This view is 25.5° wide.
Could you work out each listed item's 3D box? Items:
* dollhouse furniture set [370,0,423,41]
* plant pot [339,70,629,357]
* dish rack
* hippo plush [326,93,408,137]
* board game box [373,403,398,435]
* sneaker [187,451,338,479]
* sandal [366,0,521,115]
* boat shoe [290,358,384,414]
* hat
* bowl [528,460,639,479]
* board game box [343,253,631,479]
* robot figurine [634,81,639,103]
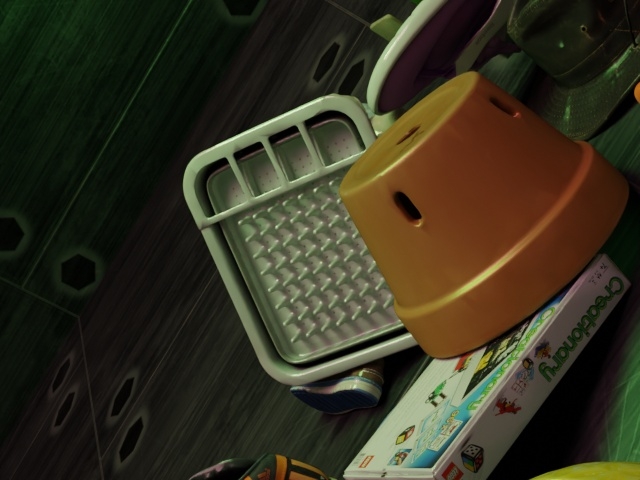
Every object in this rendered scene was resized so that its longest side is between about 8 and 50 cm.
[{"bbox_3d":[0.203,-0.444,2.183,0.197,0.151,0.302,-19,46,63],"label":"dollhouse furniture set"},{"bbox_3d":[0.159,-0.045,1.539,0.291,0.203,0.291,-40,11,9],"label":"plant pot"},{"bbox_3d":[0.000,0.000,1.824,0.285,0.333,0.072,-22,3,26],"label":"dish rack"},{"bbox_3d":[0.088,-0.083,1.955,0.234,0.294,0.236,-18,12,23],"label":"hippo plush"},{"bbox_3d":[0.112,0.246,1.638,0.168,0.033,0.133,-14,45,58],"label":"board game box"},{"bbox_3d":[-0.123,0.395,1.790,0.321,0.180,0.124,-57,19,10],"label":"sneaker"},{"bbox_3d":[0.228,-0.292,1.814,0.416,0.102,0.169,-41,-24,-19],"label":"sandal"},{"bbox_3d":[0.030,0.188,1.886,0.183,0.066,0.066,-10,48,53],"label":"boat shoe"},{"bbox_3d":[0.316,-0.285,1.709,0.331,0.134,0.331,-49,23,30],"label":"hat"},{"bbox_3d":[0.258,0.272,0.993,0.156,0.290,0.289,-22,-6,-35],"label":"bowl"},{"bbox_3d":[0.170,0.145,1.460,0.305,0.053,0.193,-48,13,-23],"label":"board game box"},{"bbox_3d":[0.404,-0.187,1.357,0.219,0.158,0.128,-44,48,40],"label":"robot figurine"}]
